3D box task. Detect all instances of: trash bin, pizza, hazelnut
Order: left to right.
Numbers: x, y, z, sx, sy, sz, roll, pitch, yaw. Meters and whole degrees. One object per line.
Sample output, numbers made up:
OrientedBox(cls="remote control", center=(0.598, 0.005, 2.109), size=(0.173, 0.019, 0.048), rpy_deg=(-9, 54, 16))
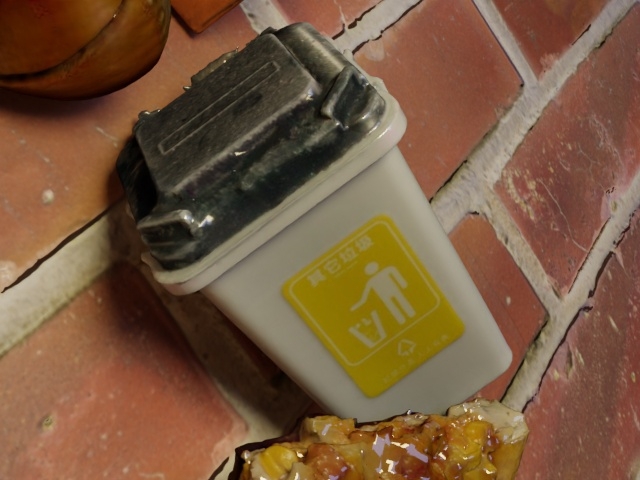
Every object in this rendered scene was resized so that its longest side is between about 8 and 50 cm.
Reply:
OrientedBox(cls="hazelnut", center=(-0.242, -0.213, 0.994), size=(0.208, 0.208, 0.208), rpy_deg=(23, 55, -38))
OrientedBox(cls="trash bin", center=(0.000, 0.000, 1.062), size=(0.367, 0.256, 0.296), rpy_deg=(52, 1, -32))
OrientedBox(cls="pizza", center=(0.028, 0.269, 0.968), size=(0.409, 0.114, 0.277), rpy_deg=(-38, 124, -23))

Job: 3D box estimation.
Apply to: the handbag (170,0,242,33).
OrientedBox(cls="handbag", center=(-0.165, -0.413, 1.070), size=(0.410, 0.304, 0.116), rpy_deg=(38, 46, -30))
